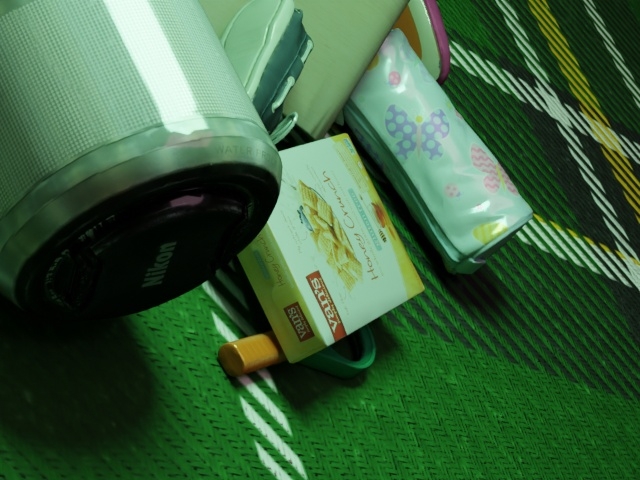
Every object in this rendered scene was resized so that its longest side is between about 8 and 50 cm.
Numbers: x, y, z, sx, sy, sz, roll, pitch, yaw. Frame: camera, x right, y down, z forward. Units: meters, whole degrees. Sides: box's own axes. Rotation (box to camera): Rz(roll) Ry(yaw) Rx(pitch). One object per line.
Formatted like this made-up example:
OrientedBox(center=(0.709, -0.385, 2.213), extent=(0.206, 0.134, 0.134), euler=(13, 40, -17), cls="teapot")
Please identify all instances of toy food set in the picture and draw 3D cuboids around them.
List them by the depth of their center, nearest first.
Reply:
OrientedBox(center=(-0.056, -0.262, 1.641), extent=(0.306, 0.219, 0.092), euler=(36, -10, -27), cls="toy food set")

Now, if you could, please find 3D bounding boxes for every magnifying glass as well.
OrientedBox(center=(-0.019, 0.087, 1.443), extent=(0.092, 0.026, 0.231), euler=(58, 25, 11), cls="magnifying glass")

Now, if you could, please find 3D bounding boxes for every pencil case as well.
OrientedBox(center=(0.110, -0.096, 1.779), extent=(0.273, 0.113, 0.124), euler=(53, 34, 2), cls="pencil case")

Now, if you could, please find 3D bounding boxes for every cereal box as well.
OrientedBox(center=(0.000, 0.000, 1.479), extent=(0.173, 0.047, 0.240), euler=(64, 25, 1), cls="cereal box")

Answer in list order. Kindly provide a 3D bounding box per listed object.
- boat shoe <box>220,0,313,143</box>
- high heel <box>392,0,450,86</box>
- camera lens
OrientedBox(center=(-0.070, -0.123, 1.512), extent=(0.079, 0.095, 0.254), euler=(51, 39, -31), cls="boat shoe")
OrientedBox(center=(0.100, -0.319, 2.014), extent=(0.181, 0.127, 0.377), euler=(5, 49, -43), cls="high heel")
OrientedBox(center=(-0.170, -0.096, 1.198), extent=(0.219, 0.219, 0.274), euler=(6, 52, -56), cls="camera lens")
